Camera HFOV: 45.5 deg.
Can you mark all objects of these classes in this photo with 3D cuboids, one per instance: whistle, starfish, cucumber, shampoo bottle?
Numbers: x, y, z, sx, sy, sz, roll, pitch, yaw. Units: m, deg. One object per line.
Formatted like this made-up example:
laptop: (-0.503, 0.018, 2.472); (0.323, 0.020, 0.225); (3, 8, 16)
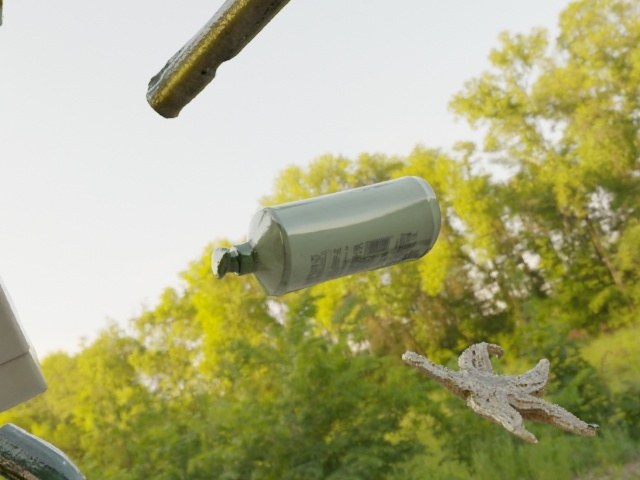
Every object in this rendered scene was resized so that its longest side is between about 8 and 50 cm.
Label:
whistle: (-0.126, -0.292, 1.058); (0.326, 0.068, 0.057); (-39, 22, 27)
starfish: (0.285, 0.236, 1.175); (0.299, 0.060, 0.302); (9, 16, -23)
cucumber: (-0.577, 0.455, 1.574); (0.243, 0.063, 0.115); (20, 27, 19)
shampoo bottle: (0.000, 0.000, 0.783); (0.234, 0.087, 0.118); (-13, -18, -25)

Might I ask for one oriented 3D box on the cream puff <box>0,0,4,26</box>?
cream puff: (-0.702, -0.464, 1.260); (0.378, 0.378, 0.275); (-15, 31, -29)

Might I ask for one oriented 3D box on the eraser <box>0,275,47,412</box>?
eraser: (-0.344, 0.036, 0.650); (0.124, 0.081, 0.279); (-24, -53, -19)
